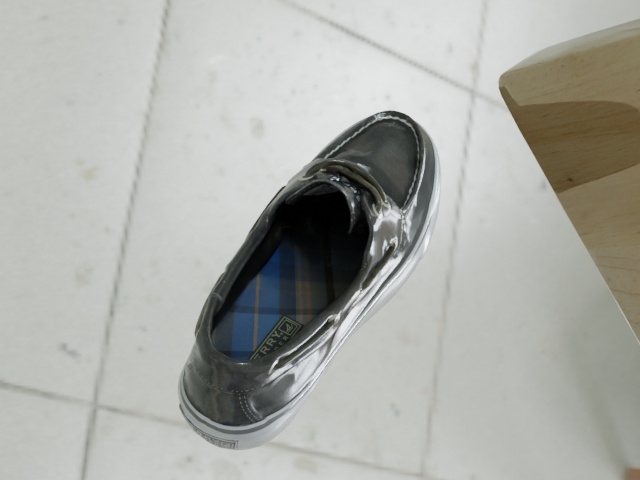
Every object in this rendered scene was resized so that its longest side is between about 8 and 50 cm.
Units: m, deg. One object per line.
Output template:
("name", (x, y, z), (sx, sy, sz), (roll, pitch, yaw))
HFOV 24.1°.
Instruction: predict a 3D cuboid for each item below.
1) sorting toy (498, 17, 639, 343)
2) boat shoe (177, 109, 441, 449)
("sorting toy", (0.223, 0.008, 0.550), (0.089, 0.257, 0.255), (-36, 102, -23))
("boat shoe", (0.000, 0.000, 0.748), (0.228, 0.080, 0.076), (-51, 163, -35))
